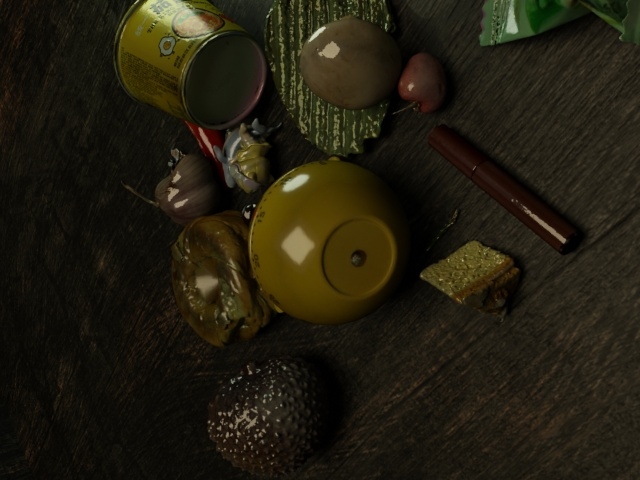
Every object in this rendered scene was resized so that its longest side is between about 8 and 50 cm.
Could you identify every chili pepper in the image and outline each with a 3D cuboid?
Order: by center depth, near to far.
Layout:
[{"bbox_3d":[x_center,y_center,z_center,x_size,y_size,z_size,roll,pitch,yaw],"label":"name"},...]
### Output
[{"bbox_3d":[-0.337,-0.307,1.955,0.368,0.091,0.137,57,140,28],"label":"chili pepper"}]

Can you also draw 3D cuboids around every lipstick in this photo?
[{"bbox_3d":[0.340,-0.102,1.345,0.357,0.057,0.057,46,123,30],"label":"lipstick"}]

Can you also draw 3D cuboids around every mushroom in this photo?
[{"bbox_3d":[0.073,-0.365,1.440,0.206,0.209,0.206,27,149,18],"label":"mushroom"}]

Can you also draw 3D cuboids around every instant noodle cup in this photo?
[{"bbox_3d":[-0.301,-0.430,1.743,0.254,0.325,0.326,37,117,36],"label":"instant noodle cup"}]

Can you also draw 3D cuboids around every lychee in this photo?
[{"bbox_3d":[-0.111,0.408,1.669,0.300,0.300,0.300,5,97,43],"label":"lychee"}]

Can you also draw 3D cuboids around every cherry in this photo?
[{"bbox_3d":[0.204,-0.314,1.422,0.087,0.106,0.126,7,97,48],"label":"cherry"}]

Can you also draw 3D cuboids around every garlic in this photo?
[{"bbox_3d":[-0.390,-0.154,1.920,0.207,0.256,0.207,-166,90,-83],"label":"garlic"}]

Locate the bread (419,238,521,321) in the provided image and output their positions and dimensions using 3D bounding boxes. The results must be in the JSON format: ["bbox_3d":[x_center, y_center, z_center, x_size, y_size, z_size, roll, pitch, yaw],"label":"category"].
[{"bbox_3d":[0.283,0.073,1.358,0.147,0.152,0.127,33,114,47],"label":"bread"}]

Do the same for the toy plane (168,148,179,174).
[{"bbox_3d":[-0.415,-0.166,2.064,0.078,0.053,0.197,14,107,51],"label":"toy plane"}]

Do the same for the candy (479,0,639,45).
[{"bbox_3d":[0.407,-0.455,1.186,0.398,0.172,0.263,23,105,54],"label":"candy"}]

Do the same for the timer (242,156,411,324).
[{"bbox_3d":[0.000,0.000,1.504,0.387,0.376,0.376,-157,68,-68],"label":"timer"}]

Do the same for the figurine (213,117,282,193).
[{"bbox_3d":[-0.176,-0.214,1.784,0.184,0.128,0.208,52,121,25],"label":"figurine"}]

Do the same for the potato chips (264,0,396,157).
[{"bbox_3d":[0.022,-0.400,1.615,0.358,0.070,0.430,1,96,40],"label":"potato chips"}]

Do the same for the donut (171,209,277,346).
[{"bbox_3d":[-0.243,0.098,1.845,0.360,0.170,0.361,11,105,47],"label":"donut"}]

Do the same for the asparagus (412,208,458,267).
[{"bbox_3d":[0.241,-0.002,1.476,0.016,0.016,0.163,47,122,19],"label":"asparagus"}]
